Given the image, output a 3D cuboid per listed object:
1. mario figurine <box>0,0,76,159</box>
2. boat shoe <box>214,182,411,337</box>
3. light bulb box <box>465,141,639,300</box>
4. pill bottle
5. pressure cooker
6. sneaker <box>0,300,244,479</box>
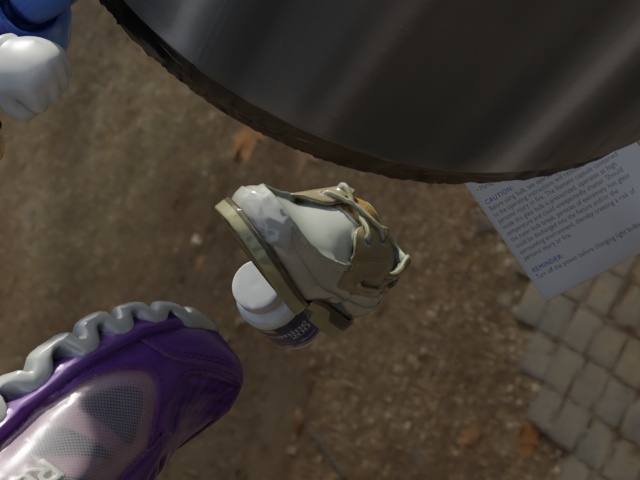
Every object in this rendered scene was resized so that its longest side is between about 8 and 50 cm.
[{"bbox_3d":[-0.234,-0.134,1.117,0.320,0.198,0.170,-32,73,20],"label":"mario figurine"},{"bbox_3d":[0.000,0.000,1.208,0.103,0.302,0.113,-36,75,4],"label":"boat shoe"},{"bbox_3d":[0.305,-0.189,1.635,0.225,0.361,0.358,-33,2,43],"label":"light bulb box"},{"bbox_3d":[-0.042,0.061,1.406,0.067,0.120,0.067,-6,69,17],"label":"pill bottle"},{"bbox_3d":[0.095,-0.247,0.501,0.375,0.370,0.420,-60,4,-29],"label":"pressure cooker"},{"bbox_3d":[-0.102,0.105,0.513,0.104,0.236,0.095,41,130,18],"label":"sneaker"}]
